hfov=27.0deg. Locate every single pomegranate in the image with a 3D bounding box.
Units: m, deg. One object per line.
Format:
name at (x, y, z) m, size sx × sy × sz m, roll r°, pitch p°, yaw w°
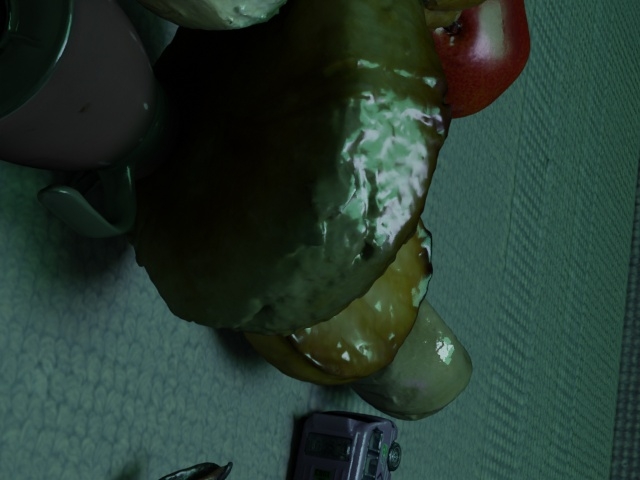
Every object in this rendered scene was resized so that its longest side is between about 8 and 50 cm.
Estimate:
pomegranate at (0.144, -0.255, 1.582) m, size 0.256 × 0.220 × 0.221 m, roll -38°, pitch 127°, yaw -73°

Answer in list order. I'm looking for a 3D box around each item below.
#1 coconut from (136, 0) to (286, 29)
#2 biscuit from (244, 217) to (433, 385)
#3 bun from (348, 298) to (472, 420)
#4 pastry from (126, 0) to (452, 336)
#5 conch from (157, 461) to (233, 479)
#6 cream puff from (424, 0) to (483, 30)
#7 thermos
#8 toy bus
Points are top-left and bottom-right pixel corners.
coconut at (-0.093, -0.313, 0.920) m, size 0.254 × 0.297 × 0.297 m, roll 39°, pitch 56°, yaw -54°
biscuit at (0.000, 0.000, 1.359) m, size 0.296 × 0.102 × 0.296 m, roll 13°, pitch 74°, yaw -52°
bun at (0.081, 0.128, 1.546) m, size 0.128 × 0.178 × 0.193 m, roll -42°, pitch 178°, yaw -6°
pastry at (-0.036, -0.076, 1.054) m, size 0.136 × 0.329 × 0.330 m, roll 20°, pitch 72°, yaw -37°
conch at (-0.157, 0.250, 1.077) m, size 0.232 × 0.086 × 0.080 m, roll -26°, pitch 116°, yaw -62°
cream puff at (0.056, -0.354, 1.192) m, size 0.327 × 0.231 × 0.343 m, roll -16°, pitch 90°, yaw -54°
thermos at (-0.182, -0.099, 0.927) m, size 0.265 × 0.145 × 0.176 m, roll 40°, pitch 44°, yaw -70°
toy bus at (0.018, 0.286, 1.473) m, size 0.108 × 0.096 × 0.199 m, roll 31°, pitch 67°, yaw -59°
